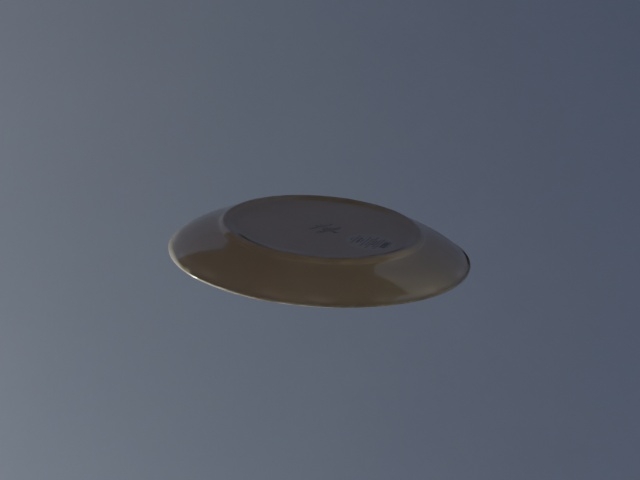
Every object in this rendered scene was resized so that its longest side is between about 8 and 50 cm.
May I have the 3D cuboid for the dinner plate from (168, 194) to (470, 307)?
[{"bbox_3d":[0.000,0.000,0.724,0.141,0.141,0.017,2,-70,-7],"label":"dinner plate"}]
